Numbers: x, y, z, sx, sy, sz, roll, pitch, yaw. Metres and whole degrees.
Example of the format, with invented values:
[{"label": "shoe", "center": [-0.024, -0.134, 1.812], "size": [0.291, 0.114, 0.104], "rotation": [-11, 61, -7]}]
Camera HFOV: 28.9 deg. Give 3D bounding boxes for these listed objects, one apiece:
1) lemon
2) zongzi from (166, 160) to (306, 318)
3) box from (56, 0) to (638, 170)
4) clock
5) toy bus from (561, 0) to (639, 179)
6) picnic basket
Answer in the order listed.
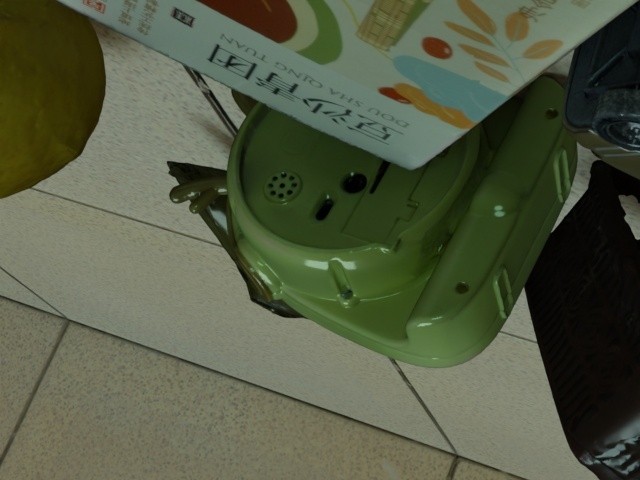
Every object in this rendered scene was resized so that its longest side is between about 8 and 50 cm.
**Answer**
[{"label": "lemon", "center": [-0.321, -0.149, 1.110], "size": [0.288, 0.234, 0.233], "rotation": [15, 173, -40]}, {"label": "zongzi", "center": [0.000, 0.000, 1.362], "size": [0.260, 0.123, 0.289], "rotation": [10, 155, 26]}, {"label": "box", "center": [-0.013, -0.206, 0.710], "size": [0.344, 0.122, 0.385], "rotation": [25, 164, -9]}, {"label": "clock", "center": [0.027, -0.047, 0.971], "size": [0.308, 0.235, 0.096], "rotation": [18, 157, 26]}, {"label": "toy bus", "center": [0.278, -0.097, 0.644], "size": [0.157, 0.139, 0.289], "rotation": [29, 160, -35]}, {"label": "picnic basket", "center": [0.256, 0.087, 0.955], "size": [0.222, 0.297, 0.129], "rotation": [38, 115, -25]}]
